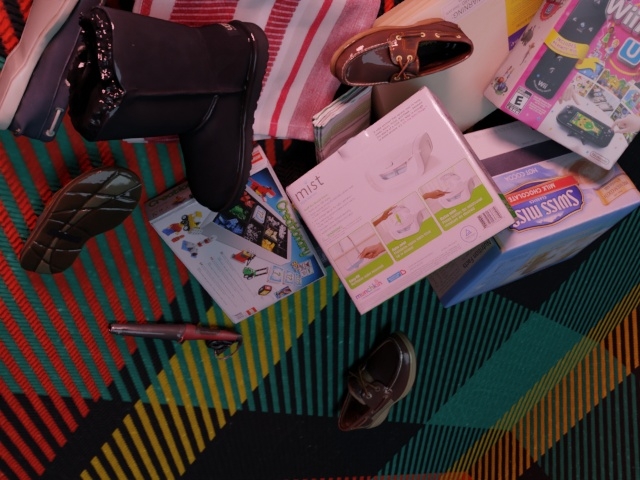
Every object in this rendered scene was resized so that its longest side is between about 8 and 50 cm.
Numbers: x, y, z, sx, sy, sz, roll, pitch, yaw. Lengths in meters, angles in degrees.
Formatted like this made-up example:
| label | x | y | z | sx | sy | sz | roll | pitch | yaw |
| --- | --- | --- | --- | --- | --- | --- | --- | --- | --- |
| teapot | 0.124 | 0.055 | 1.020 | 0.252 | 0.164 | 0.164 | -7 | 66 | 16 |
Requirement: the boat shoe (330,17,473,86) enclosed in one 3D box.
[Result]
| label | x | y | z | sx | sy | sz | roll | pitch | yaw |
| --- | --- | --- | --- | --- | --- | --- | --- | --- | --- |
| boat shoe | 0.116 | -0.256 | 0.818 | 0.207 | 0.073 | 0.073 | -24 | 143 | -17 |

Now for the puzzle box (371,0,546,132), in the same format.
| label | x | y | z | sx | sy | sz | roll | pitch | yaw |
| --- | --- | --- | --- | --- | --- | --- | --- | --- | --- |
| puzzle box | 0.258 | -0.320 | 0.964 | 0.409 | 0.052 | 0.272 | -34 | 140 | -5 |

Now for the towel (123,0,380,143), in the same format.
| label | x | y | z | sx | sy | sz | roll | pitch | yaw |
| --- | --- | --- | --- | --- | --- | --- | --- | --- | --- |
| towel | -0.087 | -0.226 | 0.754 | 0.329 | 0.037 | 0.237 | -9 | 139 | -41 |

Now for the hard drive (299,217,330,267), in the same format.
| label | x | y | z | sx | sy | sz | roll | pitch | yaw |
| --- | --- | --- | --- | --- | --- | --- | --- | --- | --- |
| hard drive | 0.000 | 0.000 | 1.097 | 0.094 | 0.022 | 0.135 | -28 | 140 | -12 |

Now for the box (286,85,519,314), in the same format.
| label | x | y | z | sx | sy | sz | roll | pitch | yaw |
| --- | --- | --- | --- | --- | --- | --- | --- | --- | --- |
| box | 0.121 | -0.056 | 0.897 | 0.262 | 0.231 | 0.127 | -35 | 171 | 20 |

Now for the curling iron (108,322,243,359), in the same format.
| label | x | y | z | sx | sy | sz | roll | pitch | yaw |
| --- | --- | --- | --- | --- | --- | --- | --- | --- | --- |
| curling iron | -0.250 | 0.177 | 1.067 | 0.274 | 0.035 | 0.068 | 18 | 115 | -46 |

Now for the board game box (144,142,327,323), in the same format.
| label | x | y | z | sx | sy | sz | roll | pitch | yaw |
| --- | --- | --- | --- | --- | --- | --- | --- | --- | --- |
| board game box | -0.122 | 0.004 | 0.968 | 0.193 | 0.053 | 0.305 | -28 | 139 | -2 |

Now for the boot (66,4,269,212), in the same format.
| label | x | y | z | sx | sy | sz | roll | pitch | yaw |
| --- | --- | --- | --- | --- | --- | --- | --- | --- | --- |
| boot | -0.172 | -0.129 | 0.655 | 0.207 | 0.094 | 0.246 | -16 | 135 | -42 |

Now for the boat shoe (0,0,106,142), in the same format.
| label | x | y | z | sx | sy | sz | roll | pitch | yaw |
| --- | --- | --- | --- | --- | --- | --- | --- | --- | --- |
| boat shoe | -0.270 | -0.211 | 0.635 | 0.079 | 0.095 | 0.254 | 18 | 117 | -44 |

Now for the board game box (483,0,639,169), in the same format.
| label | x | y | z | sx | sy | sz | roll | pitch | yaw |
| --- | --- | --- | --- | --- | --- | --- | --- | --- | --- |
| board game box | 0.441 | -0.298 | 0.927 | 0.224 | 0.097 | 0.303 | 25 | 112 | -12 |

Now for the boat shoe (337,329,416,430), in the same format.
| label | x | y | z | sx | sy | sz | roll | pitch | yaw |
| --- | --- | --- | --- | --- | --- | --- | --- | --- | --- |
| boat shoe | 0.127 | 0.362 | 1.469 | 0.123 | 0.123 | 0.342 | -8 | 138 | -33 |

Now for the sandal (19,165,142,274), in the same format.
| label | x | y | z | sx | sy | sz | roll | pitch | yaw |
| --- | --- | --- | --- | --- | --- | --- | --- | --- | --- |
| sandal | -0.328 | -0.033 | 0.798 | 0.090 | 0.060 | 0.219 | 24 | 125 | -41 |

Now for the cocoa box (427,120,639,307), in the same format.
| label | x | y | z | sx | sy | sz | roll | pitch | yaw |
| --- | --- | --- | --- | --- | --- | --- | --- | --- | --- |
| cocoa box | 0.352 | -0.062 | 1.098 | 0.347 | 0.228 | 0.231 | -17 | 156 | -24 |

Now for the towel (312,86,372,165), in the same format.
| label | x | y | z | sx | sy | sz | roll | pitch | yaw |
| --- | --- | --- | --- | --- | --- | --- | --- | --- | --- |
| towel | 0.038 | -0.172 | 0.915 | 0.113 | 0.023 | 0.152 | -39 | 161 | -11 |
